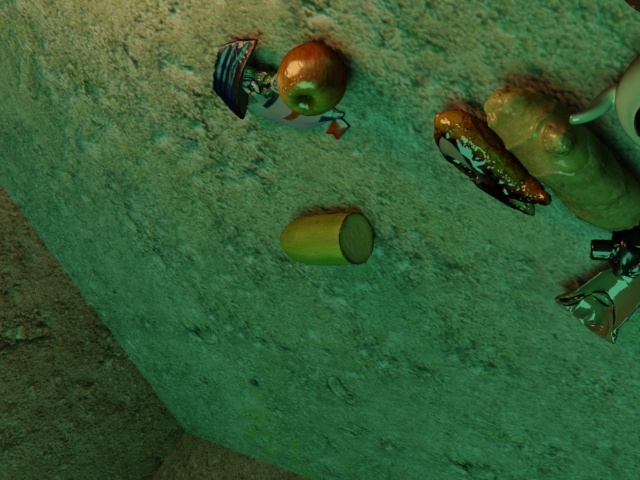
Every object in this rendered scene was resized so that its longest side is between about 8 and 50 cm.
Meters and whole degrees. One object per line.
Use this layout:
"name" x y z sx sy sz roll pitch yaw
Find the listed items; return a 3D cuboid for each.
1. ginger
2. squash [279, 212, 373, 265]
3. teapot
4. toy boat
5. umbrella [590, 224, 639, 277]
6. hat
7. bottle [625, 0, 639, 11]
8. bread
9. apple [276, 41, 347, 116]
"ginger" 0.432 -0.140 1.123 0.354 0.126 0.190 37 -174 -14
"squash" 0.000 0.000 1.634 0.247 0.132 0.132 -2 131 42
"teapot" 0.540 -0.203 0.962 0.295 0.129 0.193 14 142 39
"toy boat" -0.103 -0.310 1.427 0.318 0.071 0.219 37 142 -20
"umbrella" 0.633 0.019 1.167 0.273 0.121 0.110 1 155 26
"hat" 0.602 0.122 1.363 0.147 0.085 0.175 42 122 7
"bottle" 0.424 -0.400 0.835 0.336 0.144 0.144 41 144 -12
"bread" 0.321 -0.151 1.225 0.269 0.095 0.139 35 176 1
"apple" -0.015 -0.322 1.281 0.147 0.146 0.146 21 142 18
